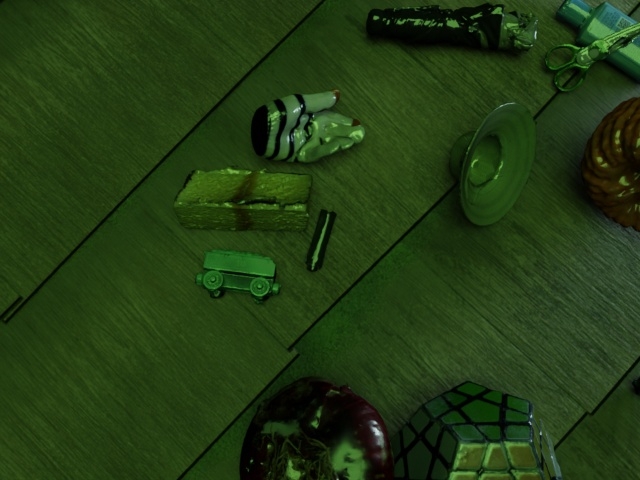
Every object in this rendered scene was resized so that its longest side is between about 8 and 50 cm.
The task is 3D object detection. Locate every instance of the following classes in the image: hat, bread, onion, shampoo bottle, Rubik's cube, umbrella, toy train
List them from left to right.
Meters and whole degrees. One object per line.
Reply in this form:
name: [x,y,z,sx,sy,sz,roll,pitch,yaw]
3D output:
toy train: [-0.163,0.069,1.287,0.172,0.070,0.099,8,72,0]
bread: [-0.150,-0.078,1.284,0.266,0.142,0.178,4,41,1]
onion: [-0.004,0.404,1.166,0.314,0.232,0.314,-9,73,30]
umbrella: [-0.002,0.000,1.316,0.036,0.031,0.133,13,82,28]
umbrella: [0.275,-0.457,1.342,0.358,0.113,0.106,5,104,0]
Rubik's cube: [0.276,0.414,1.141,0.319,0.319,0.264,35,58,4]
hat: [0.321,-0.164,1.293,0.110,0.252,0.252,26,80,43]
shampoo bottle: [0.626,-0.437,1.367,0.258,0.061,0.104,35,90,4]
hat: [0.681,-0.223,1.266,0.285,0.285,0.400,27,61,3]

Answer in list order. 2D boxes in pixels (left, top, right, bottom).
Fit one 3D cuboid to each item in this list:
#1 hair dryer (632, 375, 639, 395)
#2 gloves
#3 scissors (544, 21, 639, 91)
hair dryer: [0.749,0.317,1.188,0.302,0.244,0.116,16,76,17]
gloves: [-0.023,-0.226,1.312,0.219,0.131,0.140,-4,79,-32]
scissors: [0.578,-0.397,1.338,0.204,0.027,0.101,-27,98,19]
